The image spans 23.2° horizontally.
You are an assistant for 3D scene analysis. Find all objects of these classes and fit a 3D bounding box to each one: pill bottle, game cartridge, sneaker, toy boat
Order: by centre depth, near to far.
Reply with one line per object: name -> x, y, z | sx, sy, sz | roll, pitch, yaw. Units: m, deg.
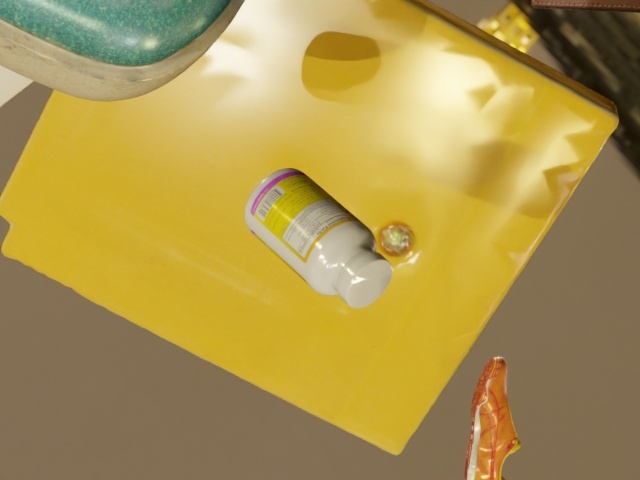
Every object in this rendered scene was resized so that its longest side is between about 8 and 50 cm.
toy boat -> -0.128, -0.238, 0.817 | 0.267, 0.148, 0.318 | 31, -126, -6
pill bottle -> 0.000, 0.000, 0.818 | 0.043, 0.043, 0.083 | 8, -152, -50
game cartridge -> -0.018, -0.044, 1.017 | 0.324, 0.285, 0.052 | 29, -159, -7
sneaker -> 0.223, 0.232, 1.977 | 0.067, 0.175, 0.064 | 5, -168, 1

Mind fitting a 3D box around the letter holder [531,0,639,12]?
letter holder -> 0.390, -0.346, 1.623 | 0.302, 0.214, 0.152 | 8, -165, 33

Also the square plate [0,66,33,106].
square plate -> -0.361, -0.112, 0.970 | 0.049, 0.347, 0.344 | 54, -178, 27
